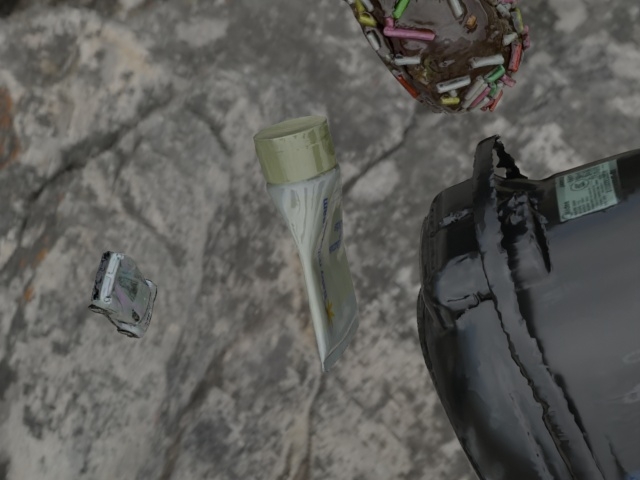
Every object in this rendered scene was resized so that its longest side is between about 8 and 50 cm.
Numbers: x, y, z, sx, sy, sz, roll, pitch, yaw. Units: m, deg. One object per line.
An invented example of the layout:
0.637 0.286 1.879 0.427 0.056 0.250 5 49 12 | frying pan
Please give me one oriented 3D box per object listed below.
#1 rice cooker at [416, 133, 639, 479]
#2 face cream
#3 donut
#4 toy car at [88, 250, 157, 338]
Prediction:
0.112 0.052 0.479 0.203 0.118 0.142 59 19 -25 | rice cooker
0.000 0.000 1.186 0.114 0.070 0.224 -49 127 -62 | face cream
0.120 -0.270 1.373 0.345 0.136 0.259 33 35 -52 | donut
-0.126 0.038 0.841 0.025 0.093 0.041 9 73 16 | toy car
